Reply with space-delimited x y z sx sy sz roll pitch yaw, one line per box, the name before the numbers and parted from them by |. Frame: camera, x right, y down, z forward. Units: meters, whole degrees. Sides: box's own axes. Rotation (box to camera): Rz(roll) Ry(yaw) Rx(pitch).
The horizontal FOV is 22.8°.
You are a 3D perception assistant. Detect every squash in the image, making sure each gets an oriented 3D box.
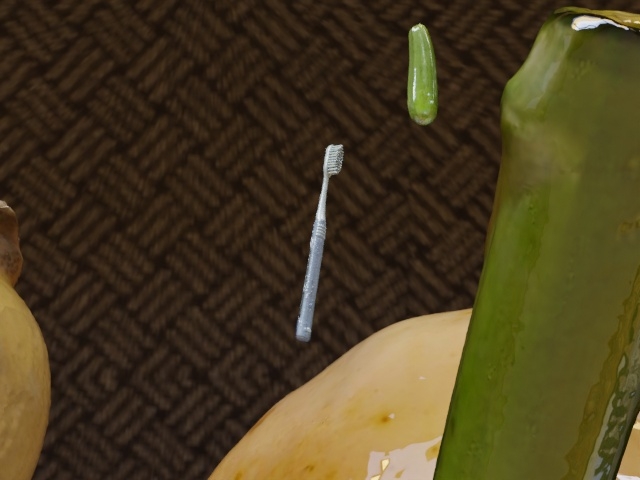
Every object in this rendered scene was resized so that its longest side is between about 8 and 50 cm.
squash | 0.084 -0.137 1.310 0.027 0.027 0.089 3 72 -4

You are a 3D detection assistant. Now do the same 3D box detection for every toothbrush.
toothbrush | 0.000 0.000 1.671 0.016 0.019 0.220 29 64 -45

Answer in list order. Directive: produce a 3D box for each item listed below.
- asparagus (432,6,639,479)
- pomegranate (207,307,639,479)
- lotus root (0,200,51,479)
asparagus | 0.063 0.063 0.482 0.060 0.067 0.278 21 107 25
pomegranate | 0.114 0.219 0.841 0.411 0.411 0.412 -1 100 -4
lotus root | -0.210 0.105 0.707 0.146 0.131 0.303 30 65 -22
